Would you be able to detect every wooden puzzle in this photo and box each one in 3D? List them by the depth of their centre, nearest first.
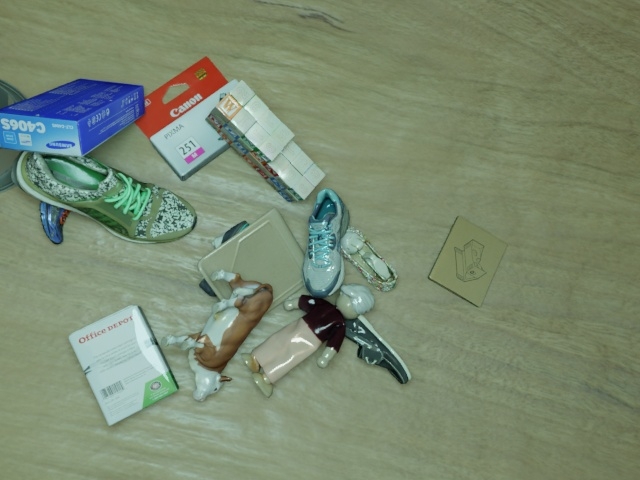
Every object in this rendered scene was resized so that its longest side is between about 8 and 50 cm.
[{"bbox_3d":[-0.151,0.069,1.251,0.239,0.044,0.221,-38,118,-17],"label":"wooden puzzle"}]

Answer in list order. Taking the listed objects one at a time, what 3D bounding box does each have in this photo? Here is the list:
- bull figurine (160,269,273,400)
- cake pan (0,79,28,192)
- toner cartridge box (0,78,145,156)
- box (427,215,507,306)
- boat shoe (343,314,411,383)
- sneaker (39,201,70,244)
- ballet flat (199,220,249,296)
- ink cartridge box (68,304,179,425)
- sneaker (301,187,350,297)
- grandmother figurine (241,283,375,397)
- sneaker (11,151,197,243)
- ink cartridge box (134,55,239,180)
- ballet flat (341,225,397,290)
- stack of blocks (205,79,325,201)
[{"bbox_3d":[-0.230,0.211,1.153,0.101,0.188,0.310,32,88,37],"label":"bull figurine"},{"bbox_3d":[-0.810,-0.249,1.187,0.293,0.054,0.293,0,89,-13],"label":"cake pan"},{"bbox_3d":[-0.527,-0.280,1.126,0.165,0.347,0.075,6,118,1],"label":"toner cartridge box"},{"bbox_3d":[0.406,0.056,1.408,0.164,0.021,0.201,30,75,-5],"label":"box"},{"bbox_3d":[0.129,0.275,1.284,0.079,0.084,0.233,-42,82,-17],"label":"boat shoe"},{"bbox_3d":[-0.609,-0.100,1.212,0.087,0.083,0.221,4,83,-19],"label":"sneaker"},{"bbox_3d":[-0.244,0.036,1.263,0.074,0.074,0.203,22,83,-6],"label":"ballet flat"},{"bbox_3d":[-0.442,0.278,1.167,0.160,0.092,0.219,-25,85,-14],"label":"ink cartridge box"},{"bbox_3d":[0.000,0.000,1.242,0.110,0.122,0.282,-3,59,15],"label":"sneaker"},{"bbox_3d":[-0.021,0.214,1.234,0.342,0.104,0.207,-34,63,-6],"label":"grandmother figurine"},{"bbox_3d":[-0.466,-0.100,1.153,0.410,0.182,0.158,21,78,-28],"label":"sneaker"},{"bbox_3d":[-0.321,-0.327,1.317,0.275,0.060,0.239,-40,91,-15],"label":"ink cartridge box"},{"bbox_3d":[0.114,0.034,1.327,0.241,0.077,0.091,42,75,-1],"label":"ballet flat"},{"bbox_3d":[-0.129,-0.228,1.240,0.297,0.171,0.087,45,77,-17],"label":"stack of blocks"}]
